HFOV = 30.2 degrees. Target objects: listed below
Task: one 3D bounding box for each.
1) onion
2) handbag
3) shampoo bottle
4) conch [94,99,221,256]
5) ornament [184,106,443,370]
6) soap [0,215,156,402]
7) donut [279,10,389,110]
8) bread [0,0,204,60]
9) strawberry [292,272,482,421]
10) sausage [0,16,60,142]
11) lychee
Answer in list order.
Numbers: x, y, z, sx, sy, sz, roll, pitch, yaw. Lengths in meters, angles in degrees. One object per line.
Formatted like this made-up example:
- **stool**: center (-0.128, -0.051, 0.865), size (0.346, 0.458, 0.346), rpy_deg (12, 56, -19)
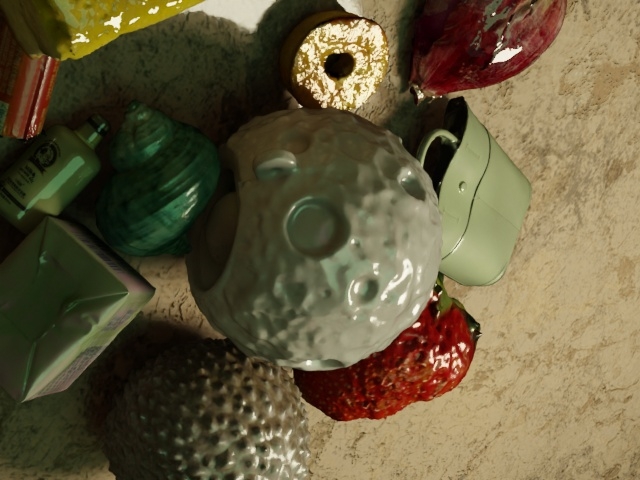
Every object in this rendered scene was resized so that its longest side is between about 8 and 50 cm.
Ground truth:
- **onion**: center (0.237, -0.289, 1.648), size (0.227, 0.120, 0.283), rpy_deg (32, 98, -43)
- **handbag**: center (0.193, -0.071, 1.742), size (0.315, 0.109, 0.241), rpy_deg (34, 71, -50)
- **shampoo bottle**: center (-0.307, -0.084, 1.381), size (0.162, 0.079, 0.079), rpy_deg (-46, 138, -2)
- **conch**: center (-0.199, -0.069, 1.415), size (0.134, 0.196, 0.202), rpy_deg (5, 119, -22)
- **ornament**: center (0.000, 0.000, 1.502), size (0.337, 0.337, 0.337), rpy_deg (-21, 132, -26)
- **soap**: center (-0.313, 0.081, 1.397), size (0.182, 0.138, 0.199), rpy_deg (-48, 178, -1)
- **donut**: center (0.014, -0.236, 1.548), size (0.152, 0.058, 0.152), rpy_deg (-21, 131, -26)
- **bread**: center (-0.200, -0.377, 1.151), size (0.333, 0.143, 0.323), rpy_deg (-29, 115, -23)
- **strawberry**: center (0.081, 0.148, 1.753), size (0.277, 0.257, 0.257), rpy_deg (-42, 138, 6)
- **sausage**: center (-0.303, -0.238, 1.273), size (0.083, 0.083, 0.264), rpy_deg (2, 117, -40)
- **lychee**: center (-0.156, 0.274, 1.635), size (0.300, 0.300, 0.300), rpy_deg (-21, 132, -26)
